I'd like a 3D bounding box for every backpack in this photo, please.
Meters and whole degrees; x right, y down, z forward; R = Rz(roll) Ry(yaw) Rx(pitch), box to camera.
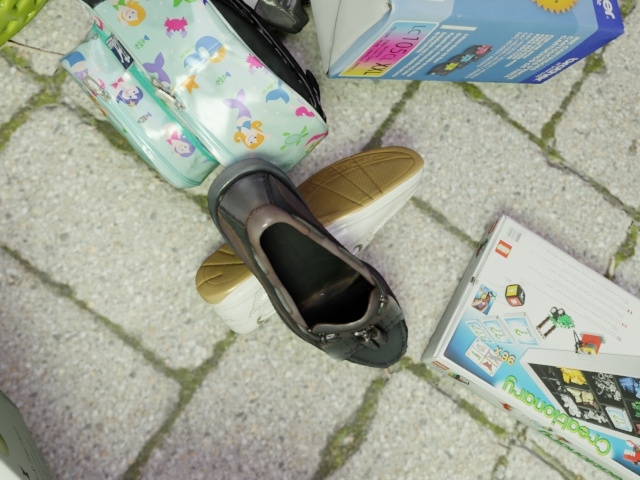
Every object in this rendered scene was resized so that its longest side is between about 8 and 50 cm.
[{"bbox_3d":[-0.116,-0.158,0.739,0.253,0.225,0.191,40,94,-6],"label":"backpack"}]

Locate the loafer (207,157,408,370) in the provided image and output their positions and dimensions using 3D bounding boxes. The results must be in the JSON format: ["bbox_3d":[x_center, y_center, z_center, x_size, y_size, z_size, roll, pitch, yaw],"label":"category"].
[{"bbox_3d":[0.003,0.051,0.703,0.109,0.095,0.302,-40,127,2],"label":"loafer"}]

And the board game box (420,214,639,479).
[{"bbox_3d":[0.291,0.131,0.844,0.305,0.053,0.193,32,72,-3],"label":"board game box"}]

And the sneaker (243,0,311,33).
[{"bbox_3d":[-0.017,-0.344,0.880,0.106,0.078,0.234,27,74,-12],"label":"sneaker"}]

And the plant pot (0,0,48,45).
[{"bbox_3d":[-0.402,-0.273,0.694,0.227,0.228,0.207,30,89,-7],"label":"plant pot"}]

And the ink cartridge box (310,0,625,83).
[{"bbox_3d":[0.180,-0.335,0.848,0.395,0.151,0.270,-5,79,-31],"label":"ink cartridge box"}]

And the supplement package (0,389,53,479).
[{"bbox_3d":[-0.359,0.165,0.555,0.198,0.199,0.263,-36,132,-18],"label":"supplement package"}]

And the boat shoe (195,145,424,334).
[{"bbox_3d":[0.000,0.000,0.795,0.277,0.098,0.096,-33,127,-7],"label":"boat shoe"}]
